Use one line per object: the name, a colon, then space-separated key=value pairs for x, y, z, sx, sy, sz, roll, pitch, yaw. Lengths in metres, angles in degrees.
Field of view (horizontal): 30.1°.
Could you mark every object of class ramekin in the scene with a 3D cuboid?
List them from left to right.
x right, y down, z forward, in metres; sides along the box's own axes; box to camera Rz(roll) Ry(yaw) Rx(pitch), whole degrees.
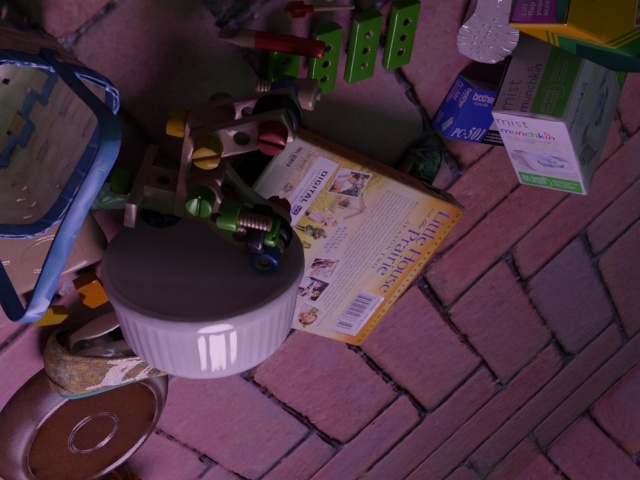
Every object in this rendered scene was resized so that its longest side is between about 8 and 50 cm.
ramekin: x=-0.154 y=0.070 z=1.598 sx=0.273 sy=0.273 sz=0.127 roll=-22 pitch=131 yaw=-28

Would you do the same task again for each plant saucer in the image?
plant saucer: x=-0.364 y=0.288 z=1.866 sx=0.310 sy=0.050 sz=0.310 roll=-27 pitch=142 yaw=-23

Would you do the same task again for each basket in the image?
basket: x=-0.326 y=-0.087 z=1.278 sx=0.201 sy=0.289 sz=0.255 roll=4 pitch=123 yaw=-48

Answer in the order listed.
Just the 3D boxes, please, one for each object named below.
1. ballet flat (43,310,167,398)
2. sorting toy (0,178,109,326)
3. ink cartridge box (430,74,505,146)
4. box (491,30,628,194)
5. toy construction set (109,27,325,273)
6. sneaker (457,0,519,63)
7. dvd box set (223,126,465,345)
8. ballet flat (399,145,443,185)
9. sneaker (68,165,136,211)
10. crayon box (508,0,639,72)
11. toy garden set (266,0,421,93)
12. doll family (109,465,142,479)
ballet flat: x=-0.229 y=0.140 z=1.729 sx=0.348 sy=0.123 sz=0.123 roll=-12 pitch=138 yaw=-11
sorting toy: x=-0.394 y=0.026 z=1.547 sx=0.229 sy=0.041 sz=0.307 roll=-27 pitch=149 yaw=-6
ink cartridge box: x=0.281 y=-0.212 z=1.985 sx=0.207 sy=0.046 sz=0.097 roll=2 pitch=125 yaw=-47
box: x=0.385 y=-0.246 z=1.893 sx=0.262 sy=0.127 sz=0.231 roll=-67 pitch=152 yaw=-19
toy construction set: x=-0.138 y=-0.128 z=1.496 sx=0.257 sy=0.237 sz=0.309 roll=87 pitch=16 yaw=-69
sneaker: x=0.266 y=-0.360 z=1.778 sx=0.235 sy=0.090 sz=0.095 roll=106 pitch=-1 yaw=-58
dvd box set: x=0.000 y=0.000 z=1.856 sx=0.420 sy=0.062 sz=0.307 roll=18 pitch=115 yaw=-44
ballet flat: x=0.148 y=-0.082 z=1.989 sx=0.070 sy=0.070 sz=0.188 roll=-15 pitch=135 yaw=-36
sneaker: x=-0.288 y=-0.064 z=1.564 sx=0.152 sy=0.054 sz=0.061 roll=16 pitch=125 yaw=-45
crayon box: x=0.414 y=-0.445 z=1.677 sx=0.313 sy=0.106 sz=0.363 roll=8 pitch=92 yaw=-50
toy garden set: x=0.027 y=-0.302 z=1.629 sx=0.244 sy=0.049 sz=0.204 roll=-22 pitch=143 yaw=-27
doll family: x=-0.373 y=0.452 z=1.973 sx=0.263 sy=0.118 sz=0.163 roll=-13 pitch=161 yaw=-31
